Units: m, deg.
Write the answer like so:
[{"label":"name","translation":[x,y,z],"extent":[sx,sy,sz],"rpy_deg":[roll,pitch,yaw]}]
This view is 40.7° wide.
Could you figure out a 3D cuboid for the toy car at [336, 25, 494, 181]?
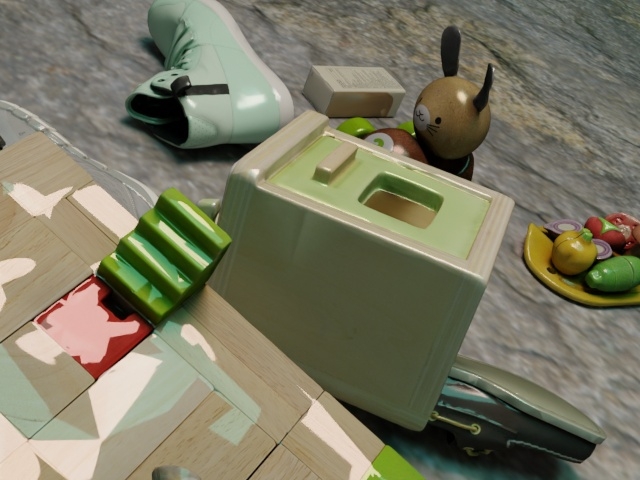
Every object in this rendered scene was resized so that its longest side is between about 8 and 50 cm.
[{"label":"toy car","translation":[0.120,-0.123,0.915],"extent":[0.149,0.188,0.155],"rpy_deg":[-1,42,-31]}]

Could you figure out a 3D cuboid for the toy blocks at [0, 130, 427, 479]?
[{"label":"toy blocks","translation":[-0.155,0.117,0.466],"extent":[0.381,0.190,0.261],"rpy_deg":[41,47,5]}]

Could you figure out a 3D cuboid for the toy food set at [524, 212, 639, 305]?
[{"label":"toy food set","translation":[0.330,0.005,0.967],"extent":[0.218,0.071,0.128],"rpy_deg":[-1,42,-31]}]

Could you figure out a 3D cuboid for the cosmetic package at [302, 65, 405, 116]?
[{"label":"cosmetic package","translation":[0.042,-0.186,1.081],"extent":[0.115,0.041,0.060],"rpy_deg":[-5,45,-34]}]

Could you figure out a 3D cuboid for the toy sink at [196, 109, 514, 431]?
[{"label":"toy sink","translation":[0.000,0.000,0.607],"extent":[0.234,0.131,0.153],"rpy_deg":[22,27,10]}]

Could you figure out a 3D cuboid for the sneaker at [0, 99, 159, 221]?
[{"label":"sneaker","translation":[-0.236,-0.049,0.673],"extent":[0.229,0.086,0.132],"rpy_deg":[24,10,0]}]

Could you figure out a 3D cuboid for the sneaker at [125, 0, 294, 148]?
[{"label":"sneaker","translation":[-0.157,-0.192,0.933],"extent":[0.151,0.094,0.256],"rpy_deg":[-15,49,-38]}]

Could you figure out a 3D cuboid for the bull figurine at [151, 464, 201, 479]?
[{"label":"bull figurine","translation":[-0.052,0.192,0.318],"extent":[0.310,0.101,0.188],"rpy_deg":[28,46,-16]}]

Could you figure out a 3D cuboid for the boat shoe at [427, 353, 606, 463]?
[{"label":"boat shoe","translation":[0.112,0.130,0.689],"extent":[0.228,0.068,0.081],"rpy_deg":[24,7,-1]}]
